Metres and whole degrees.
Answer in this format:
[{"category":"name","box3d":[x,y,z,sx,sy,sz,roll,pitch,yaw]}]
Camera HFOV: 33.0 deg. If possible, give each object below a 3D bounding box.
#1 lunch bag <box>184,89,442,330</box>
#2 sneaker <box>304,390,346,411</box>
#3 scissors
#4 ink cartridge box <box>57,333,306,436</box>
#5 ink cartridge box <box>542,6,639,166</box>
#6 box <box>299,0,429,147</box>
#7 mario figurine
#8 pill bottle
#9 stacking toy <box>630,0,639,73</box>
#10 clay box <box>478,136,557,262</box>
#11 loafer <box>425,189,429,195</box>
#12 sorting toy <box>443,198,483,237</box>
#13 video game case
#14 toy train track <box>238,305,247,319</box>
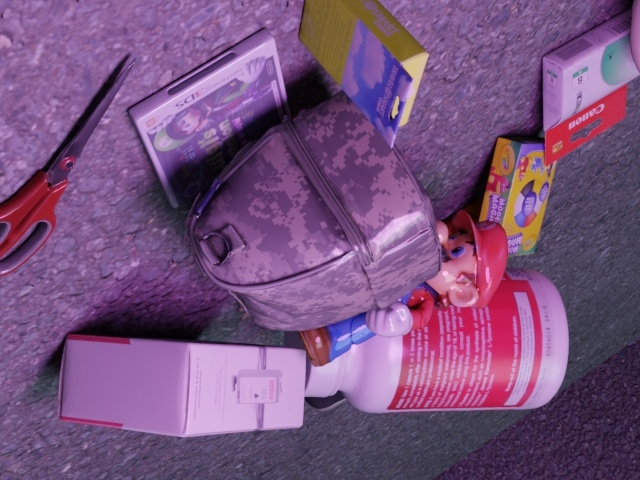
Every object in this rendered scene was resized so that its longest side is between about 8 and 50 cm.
[{"category":"lunch bag","box3d":[-0.012,-0.009,1.293,0.256,0.212,0.305,-32,164,-3]},{"category":"sneaker","box3d":[0.062,0.230,1.982,0.222,0.083,0.118,-36,155,-2]},{"category":"scissors","box3d":[-0.267,-0.069,1.119,0.297,0.021,0.109,-44,152,10]},{"category":"ink cartridge box","box3d":[-0.176,0.192,1.448,0.207,0.117,0.283,0,174,29]},{"category":"ink cartridge box","box3d":[0.427,-0.224,1.669,0.181,0.056,0.225,-30,137,-16]},{"category":"box","box3d":[0.046,-0.195,1.125,0.042,0.178,0.109,-26,153,-25]},{"category":"mario figurine","box3d":[0.106,0.040,1.495,0.320,0.198,0.170,-24,161,-5]},{"category":"pill bottle","box3d":[0.159,0.154,1.693,0.407,0.229,0.229,1,141,-17]},{"category":"stacking toy","box3d":[0.696,-0.276,1.448,0.350,0.480,0.351,-31,142,-28]},{"category":"clay box","box3d":[0.316,-0.057,1.760,0.127,0.053,0.222,-7,112,-48]},{"category":"loafer","box3d":[0.118,-0.033,1.647,0.056,0.050,0.148,-10,142,-41]},{"category":"sorting toy","box3d":[0.279,0.028,1.934,0.126,0.127,0.365,-59,155,-10]},{"category":"video game case","box3d":[-0.114,-0.131,1.207,0.173,0.022,0.190,-33,155,-11]},{"category":"toy train track","box3d":[-0.098,0.094,1.624,0.083,0.014,0.048,-6,134,-57]}]
